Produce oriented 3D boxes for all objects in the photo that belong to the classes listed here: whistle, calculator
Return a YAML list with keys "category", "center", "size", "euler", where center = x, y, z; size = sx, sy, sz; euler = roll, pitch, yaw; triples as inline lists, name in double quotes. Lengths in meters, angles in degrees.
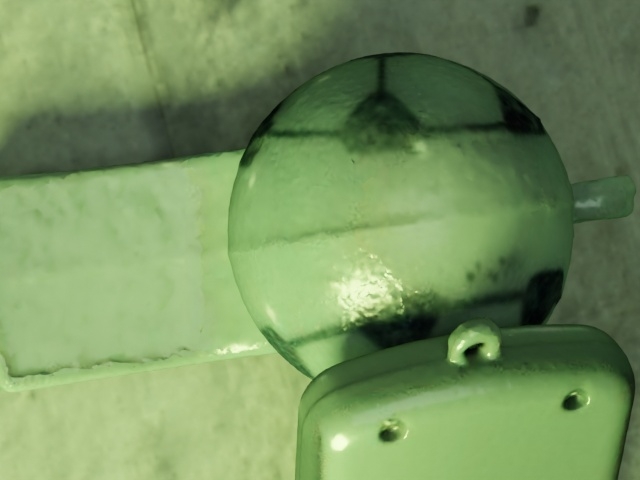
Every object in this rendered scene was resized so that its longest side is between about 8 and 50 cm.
- category: "whistle"
  center: [0.000, 0.000, 0.834]
  size: [0.290, 0.163, 0.163]
  euler: [-9, 90, -14]
- category: "calculator"
  center: [0.056, 0.123, 0.828]
  size: [0.141, 0.045, 0.246]
  euler: [-9, 133, -12]
